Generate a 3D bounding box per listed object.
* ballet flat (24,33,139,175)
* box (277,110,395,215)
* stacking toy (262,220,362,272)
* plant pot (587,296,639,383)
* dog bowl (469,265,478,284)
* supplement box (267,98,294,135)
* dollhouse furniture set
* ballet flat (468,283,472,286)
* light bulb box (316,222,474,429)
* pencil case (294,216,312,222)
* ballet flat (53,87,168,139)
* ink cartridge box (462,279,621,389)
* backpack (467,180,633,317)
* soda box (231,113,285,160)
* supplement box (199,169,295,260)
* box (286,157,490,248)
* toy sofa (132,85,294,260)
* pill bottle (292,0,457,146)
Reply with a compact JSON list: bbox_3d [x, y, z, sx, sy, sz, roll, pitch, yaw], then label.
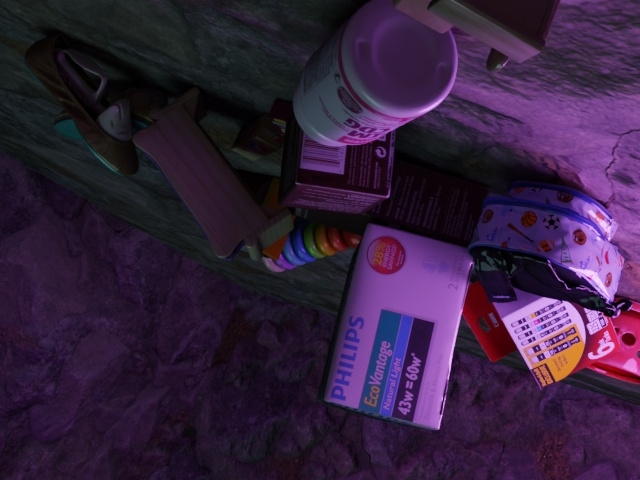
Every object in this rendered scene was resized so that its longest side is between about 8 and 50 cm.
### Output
[{"bbox_3d":[-0.482,-0.296,1.767,0.124,0.116,0.342,-34,97,29],"label":"ballet flat"},{"bbox_3d":[0.026,-0.149,1.492,0.167,0.168,0.203,7,171,-10],"label":"box"},{"bbox_3d":[0.000,0.000,2.256,0.330,0.141,0.141,-9,153,31],"label":"stacking toy"},{"bbox_3d":[0.736,0.242,2.025,0.191,0.174,0.191,21,168,5],"label":"plant pot"},{"bbox_3d":[0.388,0.043,1.947,0.349,0.102,0.349,21,168,5],"label":"dog bowl"},{"bbox_3d":[-0.061,-0.238,1.638,0.055,0.043,0.083,18,167,22],"label":"supplement box"},{"bbox_3d":[0.148,-0.258,0.876,0.212,0.161,0.242,25,168,-15],"label":"dollhouse furniture set"},{"bbox_3d":[0.374,0.143,2.027,0.077,0.077,0.231,-4,163,17],"label":"ballet flat"},{"bbox_3d":[0.143,0.188,1.707,0.225,0.358,0.361,14,169,0],"label":"light bulb box"},{"bbox_3d":[-0.140,-0.051,2.456,0.273,0.124,0.113,20,-153,15],"label":"pencil case"},{"bbox_3d":[-0.480,-0.299,1.928,0.348,0.123,0.123,3,159,38],"label":"ballet flat"},{"bbox_3d":[0.469,0.175,1.791,0.309,0.272,0.130,52,-168,-42],"label":"ink cartridge box"},{"bbox_3d":[0.405,0.009,1.504,0.276,0.213,0.263,5,168,38],"label":"backpack"},{"bbox_3d":[-0.133,-0.222,1.804,0.061,0.058,0.181,26,167,-20],"label":"soda box"},{"bbox_3d":[-0.187,-0.073,2.241,0.194,0.191,0.129,13,165,35],"label":"supplement box"},{"bbox_3d":[0.130,-0.081,1.698,0.381,0.143,0.191,18,168,0],"label":"box"},{"bbox_3d":[-0.227,-0.124,1.754,0.362,0.177,0.150,52,173,9],"label":"toy sofa"},{"bbox_3d":[0.063,-0.225,1.183,0.160,0.160,0.283,25,168,-14],"label":"pill bottle"}]
